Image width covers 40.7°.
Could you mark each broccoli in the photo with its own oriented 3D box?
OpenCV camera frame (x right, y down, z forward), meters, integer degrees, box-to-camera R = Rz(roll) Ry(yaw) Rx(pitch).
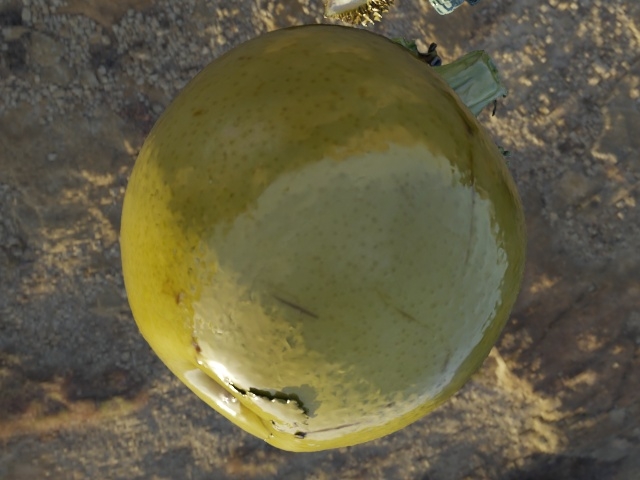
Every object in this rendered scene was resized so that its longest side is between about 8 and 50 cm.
[{"bbox_3d":[0.160,-0.212,1.405,0.280,0.293,0.347,-27,154,26],"label":"broccoli"}]

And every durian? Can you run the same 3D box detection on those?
[{"bbox_3d":[0.122,-0.597,1.931,0.137,0.183,0.250,15,143,-25],"label":"durian"}]

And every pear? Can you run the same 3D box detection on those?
[{"bbox_3d":[0.000,0.000,0.727,0.348,0.348,0.348,-12,136,-12],"label":"pear"}]

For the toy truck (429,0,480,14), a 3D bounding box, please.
[{"bbox_3d":[0.283,-0.525,1.481,0.133,0.338,0.184,48,148,-21],"label":"toy truck"}]
